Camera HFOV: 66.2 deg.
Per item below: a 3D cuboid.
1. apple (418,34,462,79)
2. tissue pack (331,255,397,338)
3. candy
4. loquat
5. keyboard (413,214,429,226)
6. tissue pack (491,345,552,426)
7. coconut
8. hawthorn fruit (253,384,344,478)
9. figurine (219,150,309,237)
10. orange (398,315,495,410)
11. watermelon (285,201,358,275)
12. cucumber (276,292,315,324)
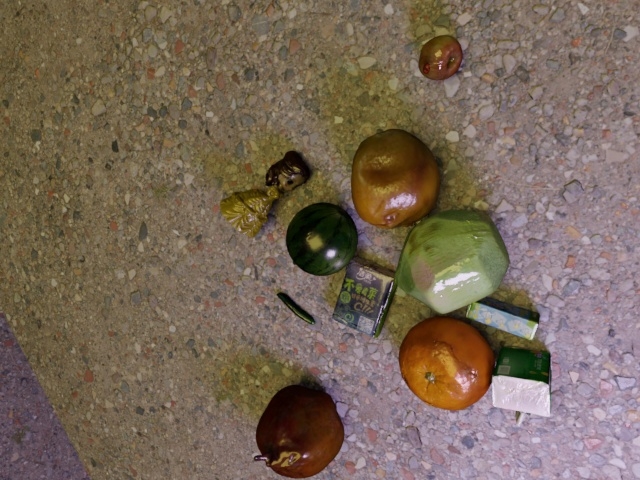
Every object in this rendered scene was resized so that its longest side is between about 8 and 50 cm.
[{"bbox_3d":[0.343,-0.524,1.406,0.102,0.126,0.125,43,117,41],"label":"apple"},{"bbox_3d":[0.150,0.191,1.649,0.174,0.073,0.235,22,107,21],"label":"tissue pack"},{"bbox_3d":[0.539,0.222,1.450,0.195,0.097,0.062,18,105,23],"label":"candy"},{"bbox_3d":[0.216,-0.176,1.459,0.276,0.276,0.283,-25,69,27],"label":"loquat"},{"bbox_3d":[0.248,-0.103,1.584,0.205,0.013,0.061,28,109,20],"label":"keyboard"},{"bbox_3d":[0.579,0.418,1.403,0.148,0.209,0.156,0,101,26],"label":"tissue pack"},{"bbox_3d":[0.359,0.061,1.400,0.329,0.328,0.281,-23,123,27],"label":"coconut"},{"bbox_3d":[-0.071,0.666,1.712,0.309,0.325,0.307,0,93,0],"label":"hawthorn fruit"},{"bbox_3d":[-0.171,-0.166,1.703,0.315,0.168,0.187,-36,125,18],"label":"figurine"},{"bbox_3d":[0.377,0.365,1.481,0.284,0.226,0.283,12,112,31],"label":"orange"},{"bbox_3d":[0.003,-0.003,1.594,0.243,0.242,0.242,5,101,25],"label":"watermelon"},{"bbox_3d":[-0.092,0.250,1.799,0.184,0.036,0.033,39,121,14],"label":"cucumber"}]
